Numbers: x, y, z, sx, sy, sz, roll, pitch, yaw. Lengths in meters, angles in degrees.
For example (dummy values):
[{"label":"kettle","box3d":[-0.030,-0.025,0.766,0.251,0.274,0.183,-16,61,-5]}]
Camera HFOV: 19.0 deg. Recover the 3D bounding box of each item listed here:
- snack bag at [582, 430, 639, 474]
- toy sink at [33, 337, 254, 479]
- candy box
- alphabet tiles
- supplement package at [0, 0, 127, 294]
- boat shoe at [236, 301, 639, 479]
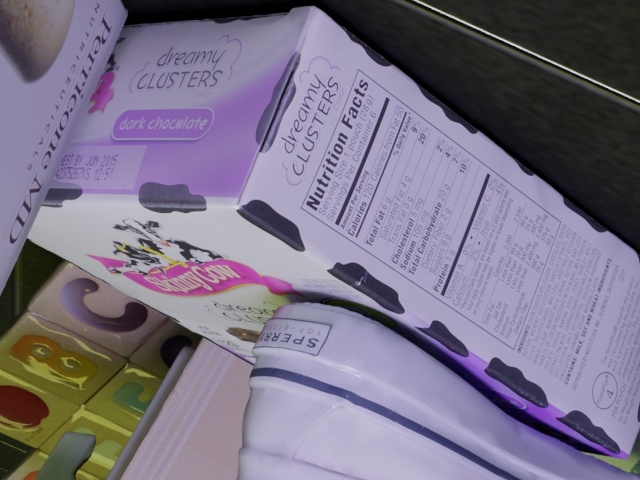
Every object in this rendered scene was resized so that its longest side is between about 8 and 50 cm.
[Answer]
[{"label":"snack bag","box3d":[0.214,0.146,0.858,0.342,0.037,0.323,26,158,-15]},{"label":"toy sink","box3d":[-0.043,0.138,0.877,0.234,0.131,0.153,28,154,3]},{"label":"candy box","box3d":[0.000,0.000,0.665,0.196,0.070,0.165,33,162,-36]},{"label":"alphabet tiles","box3d":[-0.013,0.120,0.998,0.342,0.011,0.285,28,140,-18]},{"label":"supplement package","box3d":[-0.201,-0.062,0.498,0.198,0.199,0.263,19,165,13]},{"label":"boat shoe","box3d":[0.049,0.098,0.654,0.226,0.076,0.083,32,162,-36]}]
